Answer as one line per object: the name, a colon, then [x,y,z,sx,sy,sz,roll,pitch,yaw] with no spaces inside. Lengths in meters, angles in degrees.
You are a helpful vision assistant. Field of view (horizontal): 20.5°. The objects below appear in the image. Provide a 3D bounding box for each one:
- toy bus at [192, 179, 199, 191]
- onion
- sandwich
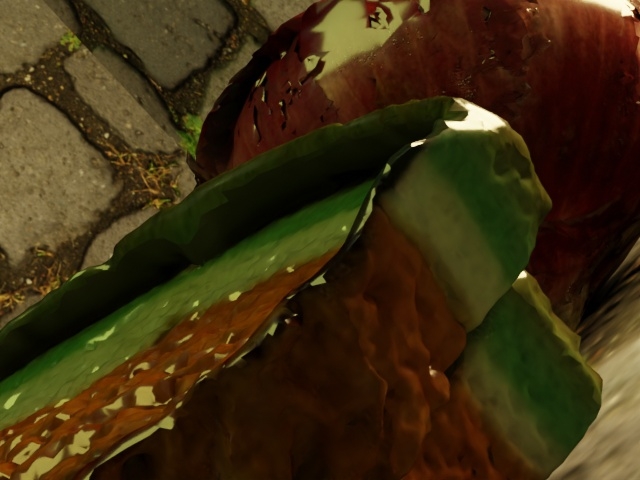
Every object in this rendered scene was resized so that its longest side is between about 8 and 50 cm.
toy bus: [0.000,0.000,1.003,0.112,0.138,0.317,-47,1,45]
onion: [0.047,-0.015,0.640,0.184,0.184,0.147,-40,46,38]
sandwich: [-0.042,0.080,0.498,0.292,0.109,0.212,-38,22,13]
